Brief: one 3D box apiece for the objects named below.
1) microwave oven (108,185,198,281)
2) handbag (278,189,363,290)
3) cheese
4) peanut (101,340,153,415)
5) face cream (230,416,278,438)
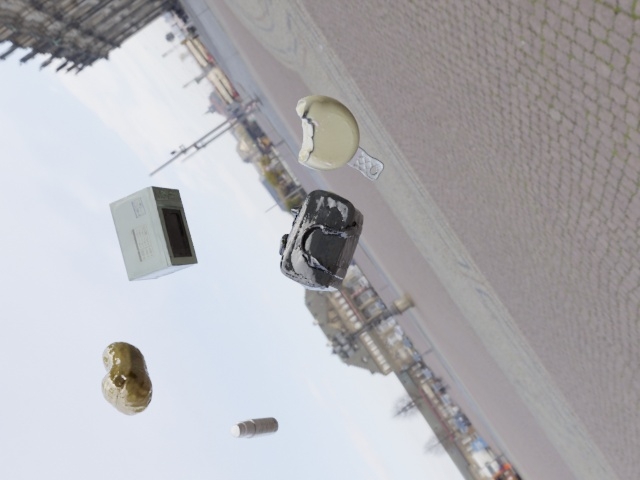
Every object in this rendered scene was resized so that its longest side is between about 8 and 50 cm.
[{"bbox_3d":[-0.423,-0.017,1.414,0.122,0.162,0.208,-1,-107,-68],"label":"microwave oven"},{"bbox_3d":[0.000,0.000,1.418,0.181,0.255,0.181,21,177,17],"label":"handbag"},{"bbox_3d":[0.052,-0.232,1.262,0.248,0.164,0.071,7,-162,-26],"label":"cheese"},{"bbox_3d":[-0.502,0.343,1.419,0.236,0.120,0.110,47,167,43],"label":"peanut"},{"bbox_3d":[-0.118,0.334,0.986,0.034,0.034,0.130,56,-169,24],"label":"face cream"}]
